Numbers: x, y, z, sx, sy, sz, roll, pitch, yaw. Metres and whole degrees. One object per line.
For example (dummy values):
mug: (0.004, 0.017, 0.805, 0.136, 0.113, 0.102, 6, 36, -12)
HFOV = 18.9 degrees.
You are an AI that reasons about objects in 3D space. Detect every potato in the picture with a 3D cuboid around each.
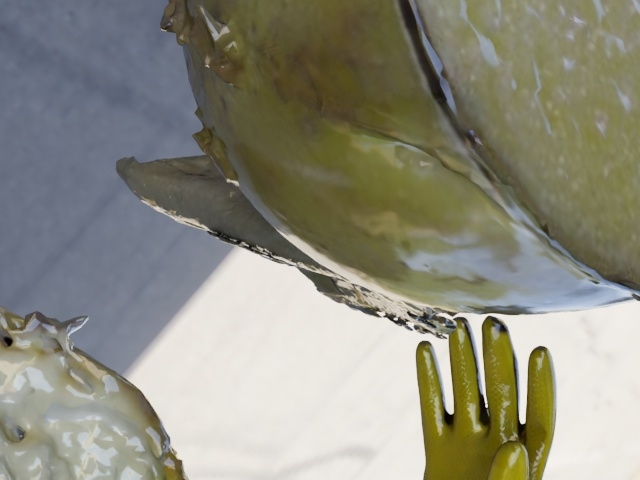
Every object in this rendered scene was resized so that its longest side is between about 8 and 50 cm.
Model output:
potato: (0.100, -0.161, 1.164, 0.319, 0.385, 0.442, -7, -142, 50)

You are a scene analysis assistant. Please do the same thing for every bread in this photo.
bread: (-0.197, 0.257, 1.405, 0.250, 0.361, 0.394, -5, 159, -1)

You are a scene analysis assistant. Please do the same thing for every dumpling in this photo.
dumpling: (0.000, -0.004, 1.480, 0.166, 0.332, 0.086, 27, 90, -52)

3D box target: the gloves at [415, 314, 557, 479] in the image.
gloves: (0.124, 0.200, 1.572, 0.116, 0.133, 0.294, -21, 116, -58)
